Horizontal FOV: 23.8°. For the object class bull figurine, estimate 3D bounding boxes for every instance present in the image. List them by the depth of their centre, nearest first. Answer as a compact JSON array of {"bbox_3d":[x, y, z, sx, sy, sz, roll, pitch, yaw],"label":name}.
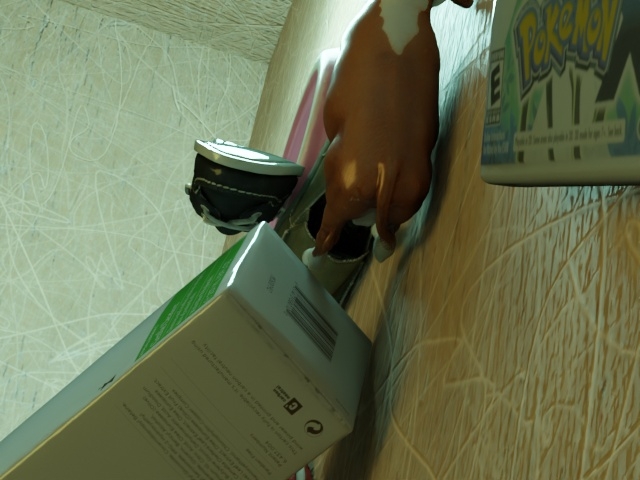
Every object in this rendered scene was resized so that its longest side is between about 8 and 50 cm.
[{"bbox_3d":[0.055,-0.118,1.306,0.188,0.101,0.310,109,176,-52],"label":"bull figurine"}]

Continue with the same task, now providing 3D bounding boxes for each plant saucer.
[{"bbox_3d":[0.003,-0.080,1.683,0.332,0.084,0.332,-163,90,-82],"label":"plant saucer"}]

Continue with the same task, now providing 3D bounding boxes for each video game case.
[{"bbox_3d":[0.142,-0.174,0.685,0.329,0.036,0.300,-170,84,-80],"label":"video game case"}]

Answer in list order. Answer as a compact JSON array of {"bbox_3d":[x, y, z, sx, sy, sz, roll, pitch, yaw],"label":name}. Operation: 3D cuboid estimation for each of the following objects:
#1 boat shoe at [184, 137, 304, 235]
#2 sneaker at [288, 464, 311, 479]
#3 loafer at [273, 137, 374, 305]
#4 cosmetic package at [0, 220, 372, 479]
[{"bbox_3d":[-0.080,-0.049,1.530,0.302,0.114,0.091,-43,-30,-87],"label":"boat shoe"},{"bbox_3d":[-0.082,0.255,1.371,0.221,0.128,0.087,-88,17,-60],"label":"sneaker"},{"bbox_3d":[0.000,0.000,1.468,0.087,0.094,0.251,-77,7,-61],"label":"loafer"},{"bbox_3d":[-0.144,0.173,1.251,0.365,0.155,0.197,-39,10,15],"label":"cosmetic package"}]
